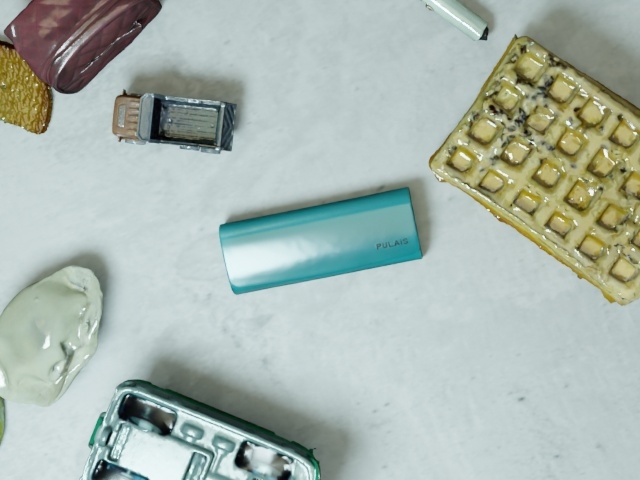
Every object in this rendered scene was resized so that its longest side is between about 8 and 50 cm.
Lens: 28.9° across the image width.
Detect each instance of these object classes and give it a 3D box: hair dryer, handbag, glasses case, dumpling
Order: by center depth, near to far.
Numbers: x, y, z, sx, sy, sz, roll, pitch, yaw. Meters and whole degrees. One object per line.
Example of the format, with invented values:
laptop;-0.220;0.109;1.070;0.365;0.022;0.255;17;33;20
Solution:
hair dryer;0.169;-0.388;1.889;0.236;0.073;0.131;38;93;1
handbag;-0.359;-0.334;1.904;0.225;0.146;0.135;-43;84;3
glasses case;0.000;0.002;1.914;0.300;0.070;0.117;-12;91;5
dumpling;-0.423;0.149;1.927;0.162;0.132;0.250;43;95;7

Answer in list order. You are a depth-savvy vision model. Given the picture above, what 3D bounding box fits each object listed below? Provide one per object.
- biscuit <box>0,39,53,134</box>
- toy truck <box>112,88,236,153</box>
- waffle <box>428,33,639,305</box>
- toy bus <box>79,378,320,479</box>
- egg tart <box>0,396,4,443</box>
biscuit;-0.512;-0.254;1.981;0.206;0.025;0.126;24;94;4
toy truck;-0.226;-0.183;1.919;0.192;0.092;0.083;7;93;6
waffle;0.375;-0.103;1.853;0.376;0.114;0.261;34;97;4
toy bus;-0.171;0.345;1.869;0.343;0.199;0.184;22;86;5
egg tart;-0.594;0.285;1.976;0.197;0.078;0.197;0;93;4
